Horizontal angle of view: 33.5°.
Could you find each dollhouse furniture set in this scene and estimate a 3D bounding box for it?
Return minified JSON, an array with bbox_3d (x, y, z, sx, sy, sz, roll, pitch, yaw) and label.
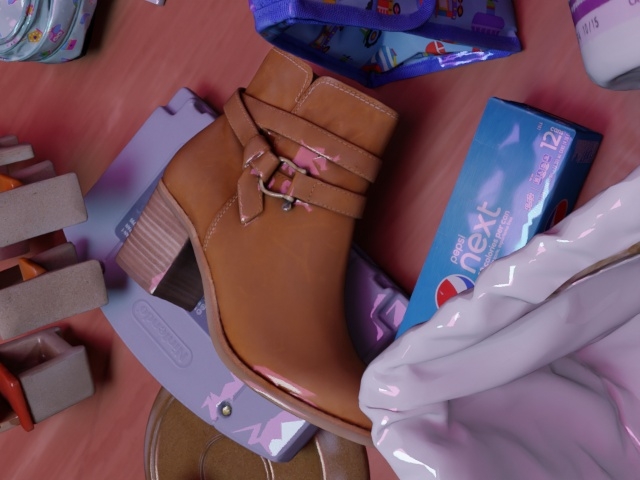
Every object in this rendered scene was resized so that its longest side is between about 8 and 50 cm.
[{"bbox_3d":[-0.300,0.040,0.942,0.262,0.135,0.259,21,126,54],"label":"dollhouse furniture set"}]

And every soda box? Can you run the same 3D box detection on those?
[{"bbox_3d":[0.128,0.005,0.783,0.071,0.067,0.210,27,105,27],"label":"soda box"}]

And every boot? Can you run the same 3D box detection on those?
[{"bbox_3d":[0.000,0.000,0.792,0.283,0.109,0.220,38,93,30],"label":"boot"}]

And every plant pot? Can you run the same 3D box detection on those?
[{"bbox_3d":[-0.068,0.202,0.928,0.236,0.032,0.236,1,93,31],"label":"plant pot"}]

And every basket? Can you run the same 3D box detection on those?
[{"bbox_3d":[0.266,0.113,0.593,0.328,0.266,0.331,-39,74,26],"label":"basket"}]

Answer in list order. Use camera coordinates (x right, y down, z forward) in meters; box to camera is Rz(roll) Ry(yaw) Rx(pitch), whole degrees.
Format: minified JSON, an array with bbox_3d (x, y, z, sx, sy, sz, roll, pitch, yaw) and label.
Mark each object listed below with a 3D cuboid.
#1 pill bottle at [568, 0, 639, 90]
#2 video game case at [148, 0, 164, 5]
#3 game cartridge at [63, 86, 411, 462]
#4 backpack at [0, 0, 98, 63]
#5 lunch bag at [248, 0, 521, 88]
[{"bbox_3d":[0.217,-0.259,0.659,0.169,0.169,0.301,-15,85,30],"label":"pill bottle"},{"bbox_3d":[-0.161,-0.286,0.971,0.087,0.011,0.122,25,105,27],"label":"video game case"},{"bbox_3d":[-0.081,0.032,0.892,0.196,0.060,0.294,-47,68,5],"label":"game cartridge"},{"bbox_3d":[-0.265,-0.252,0.966,0.152,0.115,0.182,15,101,37],"label":"backpack"},{"bbox_3d":[0.008,-0.234,0.711,0.138,0.293,0.221,-9,88,31],"label":"lunch bag"}]
